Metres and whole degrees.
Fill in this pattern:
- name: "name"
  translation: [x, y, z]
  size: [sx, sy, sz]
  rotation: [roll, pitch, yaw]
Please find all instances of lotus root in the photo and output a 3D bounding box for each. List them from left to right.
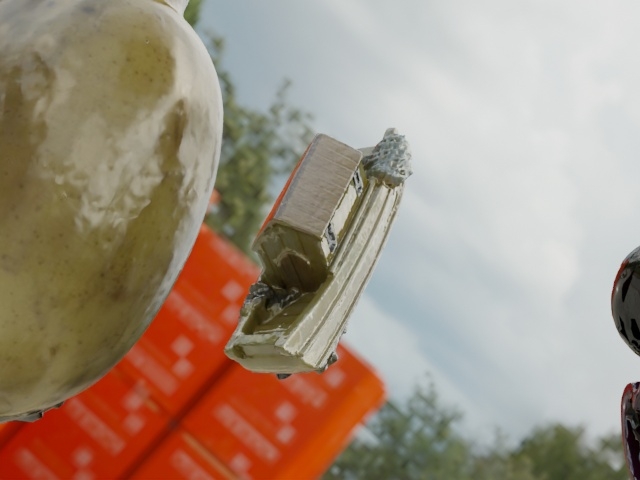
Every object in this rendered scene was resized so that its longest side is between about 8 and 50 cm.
- name: "lotus root"
  translation: [-0.138, -0.056, 0.925]
  size: [0.182, 0.310, 0.183]
  rotation: [25, -7, 3]

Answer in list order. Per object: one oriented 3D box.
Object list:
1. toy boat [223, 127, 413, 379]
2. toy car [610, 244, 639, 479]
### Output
- name: "toy boat"
  translation: [0.000, 0.000, 1.996]
  size: [0.135, 0.445, 0.162]
  rotation: [-5, -55, 23]
- name: "toy car"
  translation: [0.308, 0.027, 0.915]
  size: [0.240, 0.341, 0.271]
  rotation: [10, 13, -11]
